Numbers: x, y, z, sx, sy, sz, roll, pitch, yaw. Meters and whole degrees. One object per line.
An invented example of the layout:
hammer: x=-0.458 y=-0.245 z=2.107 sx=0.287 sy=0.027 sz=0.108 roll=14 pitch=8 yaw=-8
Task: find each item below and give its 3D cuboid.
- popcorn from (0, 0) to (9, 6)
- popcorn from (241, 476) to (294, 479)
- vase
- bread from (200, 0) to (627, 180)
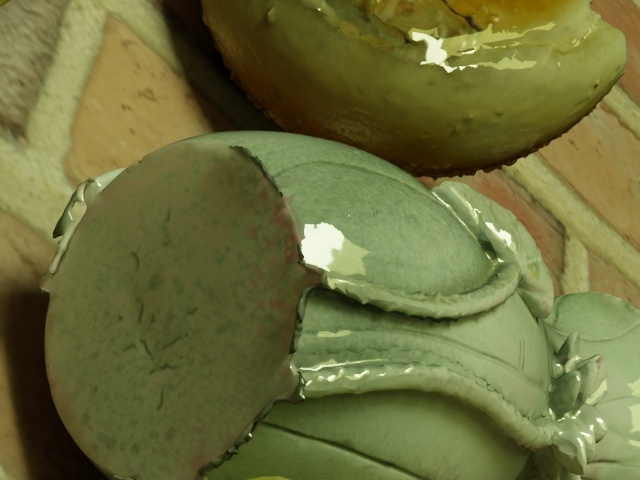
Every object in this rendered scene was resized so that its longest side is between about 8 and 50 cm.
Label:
popcorn: x=-0.244 y=-0.274 z=1.103 sx=0.334 sy=0.293 sz=0.292 roll=-48 pitch=146 yaw=-30
popcorn: x=-0.014 y=0.239 z=0.917 sx=0.335 sy=0.279 sz=0.274 roll=2 pitch=40 yaw=-40
vase: x=0.049 y=0.081 z=1.188 sx=0.445 sy=0.250 sz=0.250 roll=20 pitch=47 yaw=-51
bread: x=0.048 y=-0.130 z=1.380 sx=0.314 sy=0.171 sz=0.192 roll=23 pitch=39 yaw=2
